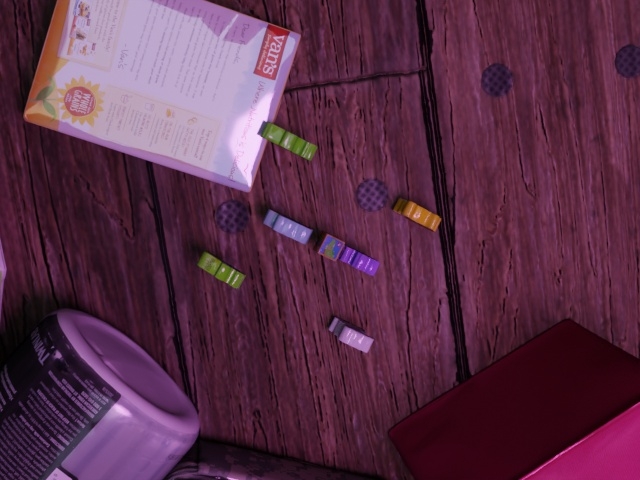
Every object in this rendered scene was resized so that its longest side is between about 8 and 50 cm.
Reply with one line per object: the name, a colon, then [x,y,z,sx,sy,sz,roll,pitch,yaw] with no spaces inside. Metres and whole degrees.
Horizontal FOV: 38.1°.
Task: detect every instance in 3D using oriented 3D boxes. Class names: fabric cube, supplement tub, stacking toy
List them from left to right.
supplement tub: [-0.286,0.238,0.905,0.193,0.193,0.316,42,91,-10]
stacking toy: [0.000,0.000,0.972,0.221,0.052,0.167,27,92,-18]
fabric cube: [0.259,0.271,0.948,0.254,0.258,0.259,-31,100,-4]

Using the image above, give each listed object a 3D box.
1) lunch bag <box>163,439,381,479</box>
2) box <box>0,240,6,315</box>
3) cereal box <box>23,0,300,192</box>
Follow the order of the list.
lunch bag: [-0.046,0.351,0.915,0.305,0.256,0.212,17,94,-11]
box: [-0.451,0.087,0.815,0.322,0.232,0.058,-4,54,-25]
cereal box: [-0.158,-0.166,0.942,0.240,0.047,0.173,18,96,-10]
